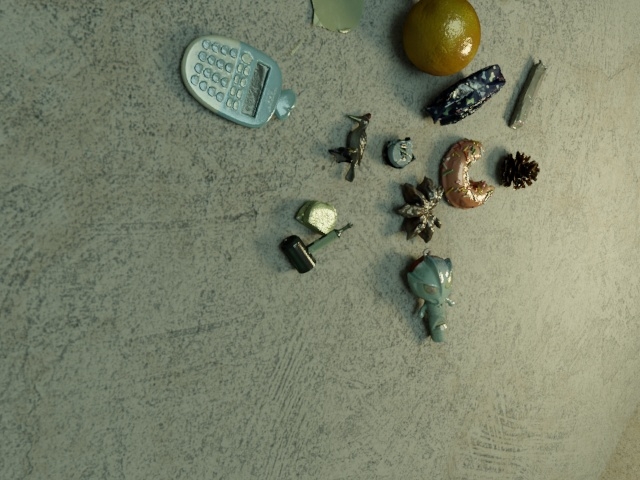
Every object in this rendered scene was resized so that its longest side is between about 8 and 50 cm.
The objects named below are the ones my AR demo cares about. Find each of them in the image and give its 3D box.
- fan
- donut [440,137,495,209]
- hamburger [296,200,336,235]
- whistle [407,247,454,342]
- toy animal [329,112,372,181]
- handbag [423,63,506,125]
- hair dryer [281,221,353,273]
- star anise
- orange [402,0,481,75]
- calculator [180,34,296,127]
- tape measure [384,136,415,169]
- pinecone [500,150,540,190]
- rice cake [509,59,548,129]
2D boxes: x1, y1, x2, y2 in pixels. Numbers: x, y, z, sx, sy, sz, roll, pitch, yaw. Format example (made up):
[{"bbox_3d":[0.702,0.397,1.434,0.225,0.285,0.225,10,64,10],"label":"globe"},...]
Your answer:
[{"bbox_3d":[0.007,-0.592,1.461,0.182,0.010,0.310,48,67,-29],"label":"fan"},{"bbox_3d":[0.482,-0.208,1.807,0.199,0.085,0.232,-35,114,-25],"label":"donut"},{"bbox_3d":[-0.001,-0.066,1.514,0.121,0.054,0.084,36,72,-36],"label":"hamburger"},{"bbox_3d":[0.360,0.172,1.765,0.142,0.134,0.346,-32,123,-31],"label":"whistle"},{"bbox_3d":[0.098,-0.274,1.554,0.105,0.070,0.202,35,72,-44],"label":"toy animal"},{"bbox_3d":[0.447,-0.443,1.707,0.260,0.162,0.113,-37,103,-25],"label":"handbag"},{"bbox_3d":[0.000,0.000,1.481,0.198,0.057,0.100,-31,117,1],"label":"hair dryer"},{"bbox_3d":[0.310,-0.095,1.711,0.197,0.073,0.212,-1,95,-37],"label":"star anise"},{"bbox_3d":[0.343,-0.585,1.573,0.236,0.236,0.236,-6,100,-34],"label":"orange"},{"bbox_3d":[-0.192,-0.378,1.338,0.303,0.042,0.188,20,85,-35],"label":"calculator"},{"bbox_3d":[0.235,-0.258,1.645,0.094,0.054,0.091,-19,102,-34],"label":"tape measure"},{"bbox_3d":[0.698,-0.242,1.931,0.140,0.121,0.140,-12,107,-41],"label":"pinecone"},{"bbox_3d":[0.738,-0.515,1.961,0.055,0.049,0.269,25,82,-13],"label":"rice cake"}]
